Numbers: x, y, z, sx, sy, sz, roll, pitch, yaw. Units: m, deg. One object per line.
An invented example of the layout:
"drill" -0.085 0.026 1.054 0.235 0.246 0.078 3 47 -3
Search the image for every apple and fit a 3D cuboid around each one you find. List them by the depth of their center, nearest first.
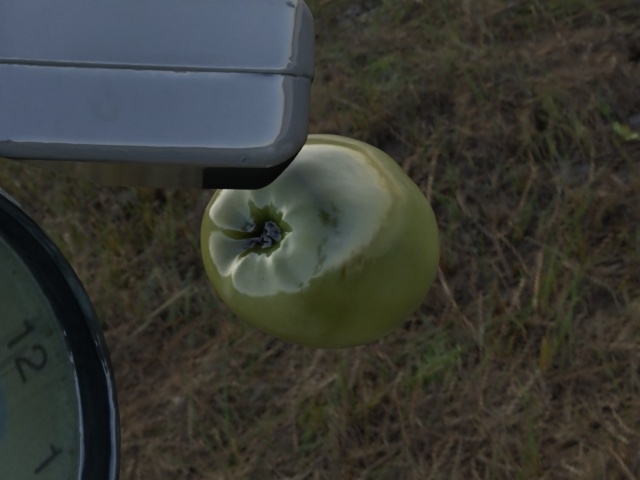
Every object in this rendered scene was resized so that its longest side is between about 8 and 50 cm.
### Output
"apple" 0.000 0.000 1.230 0.262 0.262 0.262 -19 39 16

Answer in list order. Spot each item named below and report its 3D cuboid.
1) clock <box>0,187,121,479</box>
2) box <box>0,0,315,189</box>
"clock" -0.190 0.093 0.440 0.055 0.280 0.281 -4 45 33
"box" -0.060 -0.050 0.421 0.103 0.055 0.243 1 1 -5
